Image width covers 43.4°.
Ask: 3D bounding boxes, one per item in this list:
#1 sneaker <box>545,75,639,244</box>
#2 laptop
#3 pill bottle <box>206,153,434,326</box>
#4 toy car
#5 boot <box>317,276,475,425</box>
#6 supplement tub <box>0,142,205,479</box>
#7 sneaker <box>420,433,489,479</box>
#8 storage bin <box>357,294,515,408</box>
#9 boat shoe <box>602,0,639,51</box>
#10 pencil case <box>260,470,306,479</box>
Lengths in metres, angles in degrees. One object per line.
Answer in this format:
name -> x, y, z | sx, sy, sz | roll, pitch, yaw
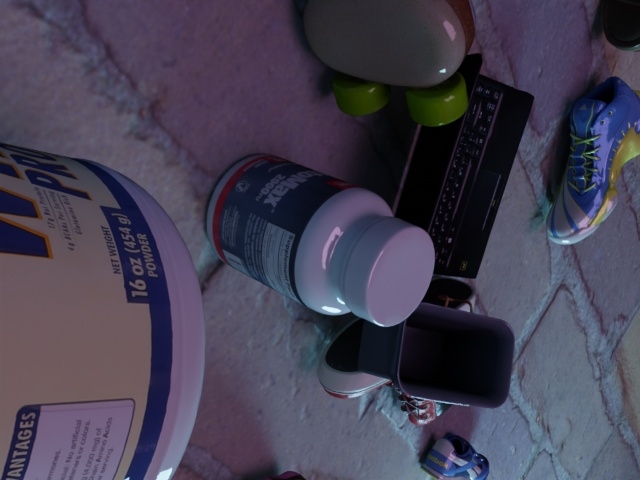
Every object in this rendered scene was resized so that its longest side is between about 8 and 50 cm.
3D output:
sneaker -> 0.356, -0.117, 1.085 | 0.126, 0.091, 0.240 | 40, 78, -30
laptop -> 0.163, -0.058, 0.844 | 0.264, 0.136, 0.234 | 8, 102, -42
pill bottle -> 0.000, 0.000, 0.665 | 0.108, 0.180, 0.108 | -23, 124, -39
toy car -> 0.086, -0.220, 0.698 | 0.188, 0.149, 0.155 | -53, 142, -33
boot -> 0.090, 0.163, 0.917 | 0.244, 0.088, 0.176 | -23, 125, -43
supplement tub -> -0.243, 0.054, 0.376 | 0.325, 0.235, 0.235 | 9, 101, -52
sneaker -> 0.198, 0.303, 1.123 | 0.144, 0.053, 0.059 | 16, 94, -50
storage bin -> 0.105, 0.103, 0.776 | 0.135, 0.091, 0.098 | 14, 80, -31
boat shoe -> 0.462, -0.381, 1.035 | 0.104, 0.110, 0.307 | 14, 98, -48
pencil case -> -0.087, 0.303, 0.786 | 0.209, 0.095, 0.098 | -6, 112, -43
